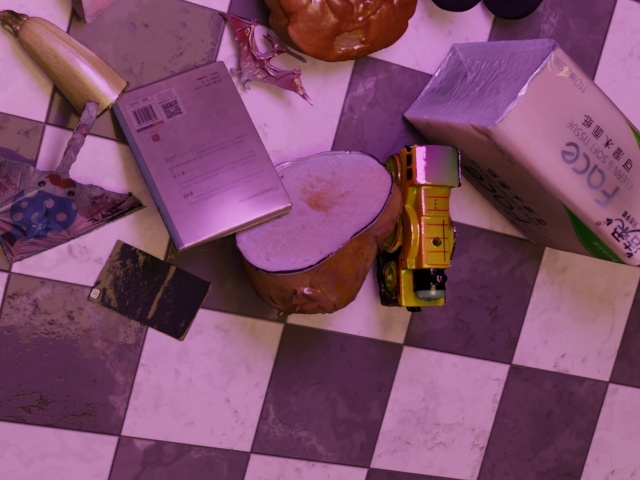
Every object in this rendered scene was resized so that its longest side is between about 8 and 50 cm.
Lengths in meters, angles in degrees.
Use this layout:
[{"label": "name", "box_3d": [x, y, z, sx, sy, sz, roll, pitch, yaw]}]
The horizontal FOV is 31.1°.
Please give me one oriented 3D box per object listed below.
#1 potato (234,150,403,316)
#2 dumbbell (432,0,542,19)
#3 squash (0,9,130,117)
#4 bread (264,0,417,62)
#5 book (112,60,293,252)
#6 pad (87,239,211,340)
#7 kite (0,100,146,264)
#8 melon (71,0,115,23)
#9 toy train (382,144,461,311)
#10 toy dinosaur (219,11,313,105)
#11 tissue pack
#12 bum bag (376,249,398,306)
[{"label": "potato", "box_3d": [0.000, 0.000, 1.969, 0.299, 0.246, 0.196, -40, 144, -20]}, {"label": "dumbbell", "box_3d": [0.289, -0.462, 1.995, 0.325, 0.143, 0.143, -2, 103, -39]}, {"label": "squash", "box_3d": [-0.414, -0.286, 1.804, 0.224, 0.094, 0.094, 41, 84, -17]}, {"label": "bread", "box_3d": [0.028, -0.429, 1.911, 0.269, 0.148, 0.270, -6, 105, -24]}, {"label": "book", "box_3d": [-0.195, -0.142, 1.880, 0.214, 0.025, 0.283, -21, 79, -17]}, {"label": "pad", "box_3d": [-0.290, 0.088, 1.971, 0.193, 0.004, 0.116, 27, 90, -26]}, {"label": "kite", "box_3d": [-0.420, -0.087, 1.828, 0.335, 0.011, 0.314, 17, 114, -42]}, {"label": "melon", "box_3d": [-0.345, -0.420, 1.755, 0.098, 0.182, 0.054, -37, 69, -17]}, {"label": "toy train", "box_3d": [0.173, -0.024, 1.994, 0.100, 0.160, 0.296, 1, 86, -22]}, {"label": "toy dinosaur", "box_3d": [-0.095, -0.300, 1.930, 0.108, 0.032, 0.220, -43, 97, 11]}, {"label": "tissue pack", "box_3d": [0.395, -0.154, 2.026, 0.405, 0.331, 0.205, 41, 82, -24]}, {"label": "bum bag", "box_3d": [0.135, 0.003, 2.097, 0.102, 0.069, 0.248, -15, 106, -3]}]
